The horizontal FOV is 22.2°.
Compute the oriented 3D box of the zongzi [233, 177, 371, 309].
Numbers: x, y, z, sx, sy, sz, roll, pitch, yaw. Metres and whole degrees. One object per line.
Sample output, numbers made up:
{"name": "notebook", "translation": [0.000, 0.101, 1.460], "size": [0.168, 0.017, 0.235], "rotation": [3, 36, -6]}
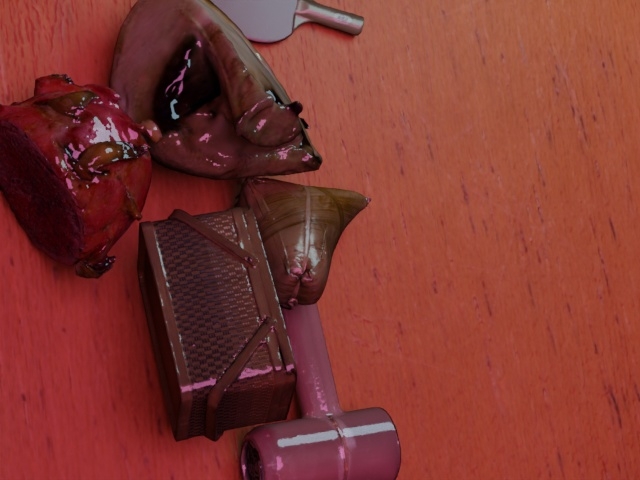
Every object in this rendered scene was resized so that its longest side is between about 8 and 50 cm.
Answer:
{"name": "zongzi", "translation": [0.000, 0.000, 2.084], "size": [0.197, 0.099, 0.194], "rotation": [2, 47, -25]}

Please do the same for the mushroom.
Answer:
{"name": "mushroom", "translation": [-0.129, -0.160, 2.052], "size": [0.212, 0.292, 0.217], "rotation": [-45, 142, -4]}

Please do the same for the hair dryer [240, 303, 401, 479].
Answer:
{"name": "hair dryer", "translation": [-0.029, 0.161, 2.092], "size": [0.189, 0.107, 0.344], "rotation": [-6, 73, -23]}

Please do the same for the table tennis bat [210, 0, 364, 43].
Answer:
{"name": "table tennis bat", "translation": [-0.057, -0.324, 2.213], "size": [0.246, 0.022, 0.138], "rotation": [15, 74, -19]}

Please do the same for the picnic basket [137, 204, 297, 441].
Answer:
{"name": "picnic basket", "translation": [-0.130, 0.098, 1.970], "size": [0.139, 0.165, 0.266], "rotation": [-10, 64, -13]}

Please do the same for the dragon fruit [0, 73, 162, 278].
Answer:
{"name": "dragon fruit", "translation": [-0.295, -0.101, 1.954], "size": [0.147, 0.211, 0.282], "rotation": [-32, 95, -30]}
